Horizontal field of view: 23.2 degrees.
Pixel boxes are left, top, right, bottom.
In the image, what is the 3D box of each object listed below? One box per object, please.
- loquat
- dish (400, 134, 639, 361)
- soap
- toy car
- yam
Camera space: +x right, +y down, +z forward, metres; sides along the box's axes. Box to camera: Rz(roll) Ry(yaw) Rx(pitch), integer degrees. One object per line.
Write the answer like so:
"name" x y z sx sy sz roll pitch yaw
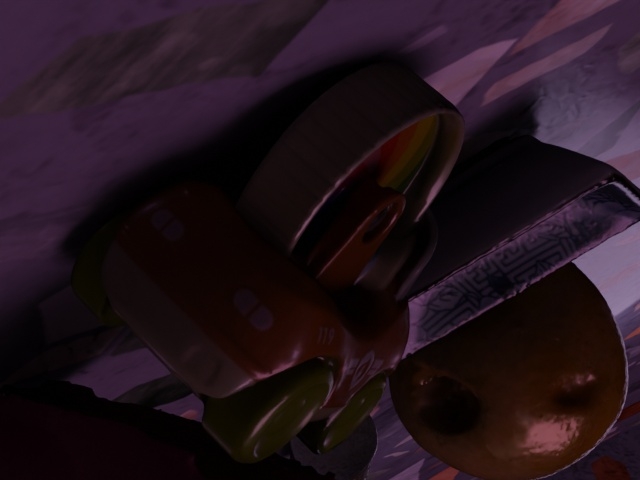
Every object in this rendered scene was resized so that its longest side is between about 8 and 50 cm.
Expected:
"loquat" 0.163 0.110 1.345 0.213 0.213 0.213 -26 164 -8
"dish" 0.106 -0.002 1.116 0.243 0.080 0.182 -31 163 15
"soap" -0.121 0.161 0.963 0.182 0.112 0.289 17 176 -33
"toy car" 0.000 0.000 0.886 0.235 0.145 0.235 -40 160 -17
"yam" 0.009 0.233 1.643 0.093 0.093 0.259 -26 163 -10
